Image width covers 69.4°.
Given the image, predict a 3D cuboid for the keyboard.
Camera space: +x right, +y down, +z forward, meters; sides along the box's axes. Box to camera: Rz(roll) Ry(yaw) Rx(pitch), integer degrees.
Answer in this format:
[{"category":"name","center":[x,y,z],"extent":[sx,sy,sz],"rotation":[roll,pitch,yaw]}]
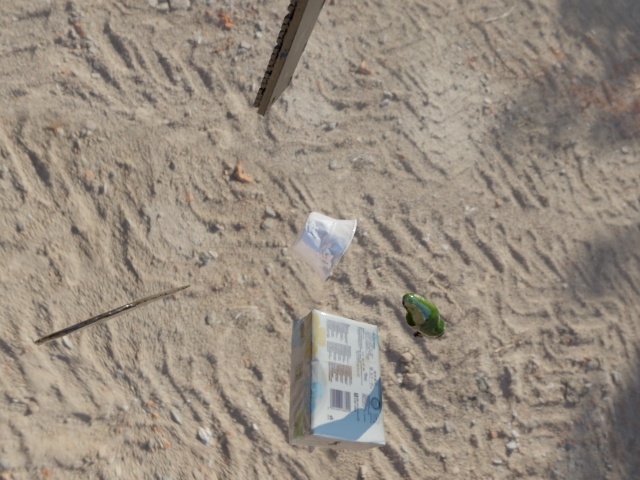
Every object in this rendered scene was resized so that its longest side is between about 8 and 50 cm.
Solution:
[{"category":"keyboard","center":[-0.041,-0.306,0.701],"extent":[0.027,0.317,0.106],"rotation":[36,63,-6]}]

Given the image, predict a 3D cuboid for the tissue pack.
[{"category":"tissue pack","center":[0.017,0.275,0.886],"extent":[0.159,0.145,0.230],"rotation":[18,52,-25]}]

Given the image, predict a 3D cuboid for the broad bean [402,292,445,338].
[{"category":"broad bean","center":[0.180,0.138,0.788],"extent":[0.061,0.195,0.046],"rotation":[-6,62,15]}]

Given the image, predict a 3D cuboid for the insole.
[{"category":"insole","center":[-0.184,0.065,0.450],"extent":[0.111,0.328,0.007],"rotation":[-23,91,-13]}]

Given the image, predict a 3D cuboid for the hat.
[{"category":"hat","center":[0.000,0.000,1.248],"extent":[0.126,0.203,0.203],"rotation":[30,64,-4]}]
